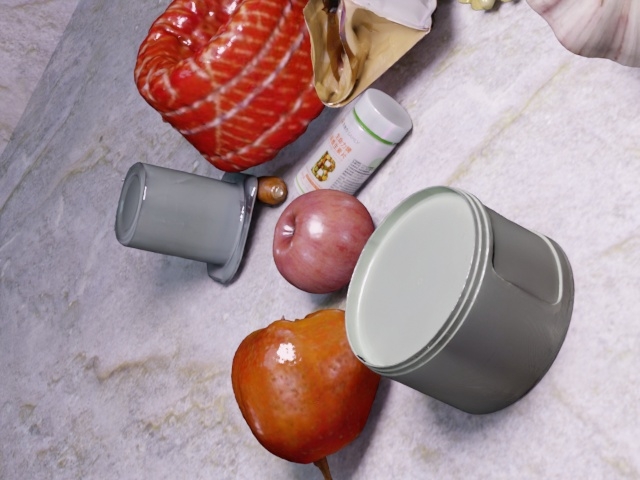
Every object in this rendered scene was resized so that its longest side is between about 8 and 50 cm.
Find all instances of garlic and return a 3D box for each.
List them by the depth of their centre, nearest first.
[{"bbox_3d":[0.338,-0.302,1.383,0.245,0.245,0.253,-63,-5,1],"label":"garlic"}]

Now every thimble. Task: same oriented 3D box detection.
[{"bbox_3d":[-0.127,-0.296,2.013,0.350,0.230,0.350,-32,33,24],"label":"thimble"}]

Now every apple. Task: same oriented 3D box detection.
[{"bbox_3d":[0.000,0.000,1.753,0.153,0.120,0.153,-39,38,39],"label":"apple"}]

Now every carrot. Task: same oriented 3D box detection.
[{"bbox_3d":[-0.112,-0.085,2.101,0.216,0.048,0.048,6,73,65],"label":"carrot"}]

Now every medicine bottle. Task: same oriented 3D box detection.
[{"bbox_3d":[0.045,-0.128,1.820,0.183,0.086,0.086,-49,31,27],"label":"medicine bottle"}]

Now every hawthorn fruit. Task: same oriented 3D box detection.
[{"bbox_3d":[-0.011,0.203,1.574,0.196,0.196,0.226,-25,71,50],"label":"hawthorn fruit"}]

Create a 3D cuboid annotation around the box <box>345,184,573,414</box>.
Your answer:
[{"bbox_3d":[0.153,0.067,1.408,0.226,0.149,0.226,-39,37,38],"label":"box"}]

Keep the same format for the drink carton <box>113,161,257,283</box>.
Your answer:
[{"bbox_3d":[-0.226,-0.038,2.064,0.185,0.189,0.191,21,99,64],"label":"drink carton"}]

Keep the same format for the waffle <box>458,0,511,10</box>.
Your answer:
[{"bbox_3d":[0.275,-0.438,1.722,0.250,0.056,0.261,11,75,60],"label":"waffle"}]

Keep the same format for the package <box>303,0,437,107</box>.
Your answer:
[{"bbox_3d":[0.059,-0.381,1.852,0.221,0.165,0.311,-38,23,38],"label":"package"}]
